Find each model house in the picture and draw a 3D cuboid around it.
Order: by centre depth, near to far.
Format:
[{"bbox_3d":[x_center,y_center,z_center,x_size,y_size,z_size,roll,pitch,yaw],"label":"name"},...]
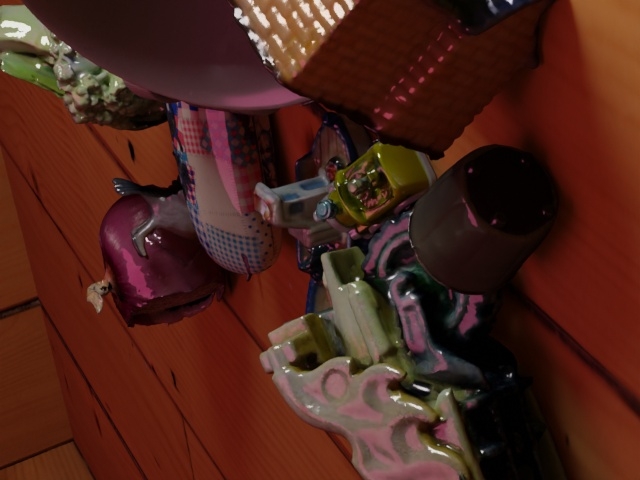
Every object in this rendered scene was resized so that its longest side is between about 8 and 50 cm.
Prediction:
[{"bbox_3d":[0.057,-0.180,0.956,0.172,0.183,0.166,-44,59,27],"label":"model house"}]

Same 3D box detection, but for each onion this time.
[{"bbox_3d":[-0.222,0.017,1.880,0.200,0.201,0.207,62,-172,20],"label":"onion"}]

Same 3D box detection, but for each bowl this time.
[{"bbox_3d":[-0.101,-0.277,1.202,0.345,0.346,0.157,106,-178,-59],"label":"bowl"}]

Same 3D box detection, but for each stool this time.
[{"bbox_3d":[0.124,-0.017,1.043,0.096,0.096,0.110,64,154,16],"label":"stool"}]

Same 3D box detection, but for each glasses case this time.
[{"bbox_3d":[-0.111,-0.118,1.547,0.125,0.076,0.327,11,118,47],"label":"glasses case"}]

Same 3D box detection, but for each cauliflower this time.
[{"bbox_3d":[-0.286,-0.236,1.627,0.239,0.315,0.256,98,172,-56],"label":"cauliflower"}]

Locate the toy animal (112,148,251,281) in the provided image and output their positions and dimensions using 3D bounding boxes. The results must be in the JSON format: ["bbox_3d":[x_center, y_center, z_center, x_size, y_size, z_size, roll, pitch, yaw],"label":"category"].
[{"bbox_3d":[-0.162,-0.027,1.735,0.272,0.160,0.197,-147,39,-70],"label":"toy animal"}]

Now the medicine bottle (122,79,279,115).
[{"bbox_3d":[-0.112,-0.184,1.397,0.168,0.105,0.105,12,124,35],"label":"medicine bottle"}]

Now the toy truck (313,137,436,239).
[{"bbox_3d":[0.042,-0.043,1.220,0.111,0.077,0.076,-38,74,40],"label":"toy truck"}]

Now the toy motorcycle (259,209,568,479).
[{"bbox_3d":[0.093,0.184,1.168,0.237,0.169,0.410,-17,86,37],"label":"toy motorcycle"}]

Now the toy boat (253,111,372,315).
[{"bbox_3d":[0.000,0.000,1.346,0.114,0.115,0.262,44,148,51],"label":"toy boat"}]
